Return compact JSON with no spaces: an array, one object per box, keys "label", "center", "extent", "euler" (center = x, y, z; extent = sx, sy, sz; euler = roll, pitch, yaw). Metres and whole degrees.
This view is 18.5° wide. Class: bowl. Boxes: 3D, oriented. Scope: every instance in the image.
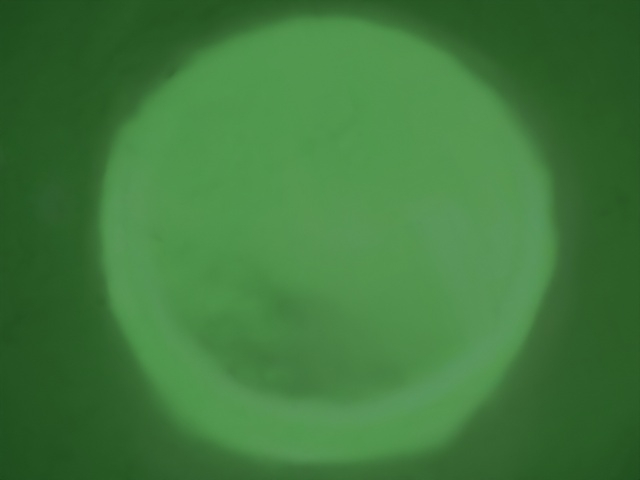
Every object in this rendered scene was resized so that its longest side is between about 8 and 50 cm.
[{"label":"bowl","center":[0.000,0.000,0.589],"extent":[0.353,0.185,0.354],"euler":[0,96,0]}]
